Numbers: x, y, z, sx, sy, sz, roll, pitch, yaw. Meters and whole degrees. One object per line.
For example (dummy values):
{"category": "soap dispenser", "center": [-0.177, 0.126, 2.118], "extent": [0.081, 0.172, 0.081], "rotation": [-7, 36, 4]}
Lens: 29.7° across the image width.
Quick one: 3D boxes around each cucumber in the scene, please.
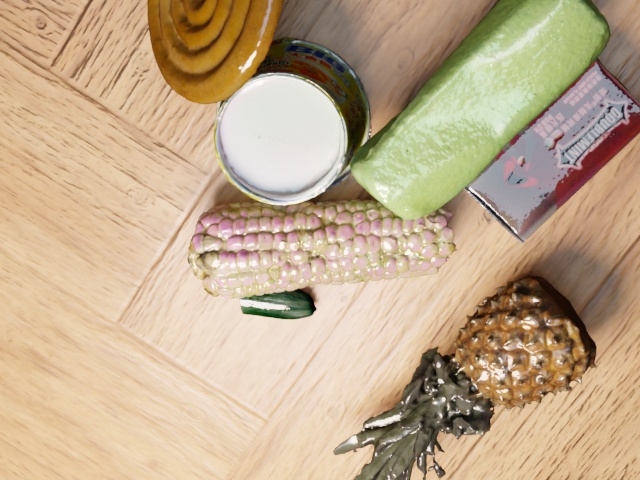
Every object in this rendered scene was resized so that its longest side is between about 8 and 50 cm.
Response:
{"category": "cucumber", "center": [-0.056, 0.080, 1.587], "extent": [0.105, 0.048, 0.048], "rotation": [8, 107, 3]}

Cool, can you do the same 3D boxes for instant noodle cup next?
{"category": "instant noodle cup", "center": [-0.044, -0.135, 1.470], "extent": [0.205, 0.153, 0.204], "rotation": [2, 107, 6]}

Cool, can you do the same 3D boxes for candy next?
{"category": "candy", "center": [0.185, -0.172, 1.423], "extent": [0.343, 0.142, 0.132], "rotation": [-45, 121, 6]}

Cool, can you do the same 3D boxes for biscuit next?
{"category": "biscuit", "center": [-0.130, -0.290, 1.403], "extent": [0.037, 0.262, 0.262], "rotation": [3, 112, -39]}

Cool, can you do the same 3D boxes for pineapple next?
{"category": "pineapple", "center": [0.174, 0.193, 1.543], "extent": [0.364, 0.165, 0.165], "rotation": [-39, 99, 17]}

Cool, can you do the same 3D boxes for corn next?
{"category": "corn", "center": [0.000, 0.001, 1.524], "extent": [0.335, 0.126, 0.126], "rotation": [-6, 106, 3]}

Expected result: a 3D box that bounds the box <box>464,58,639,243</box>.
{"category": "box", "center": [0.288, -0.115, 1.488], "extent": [0.120, 0.069, 0.224], "rotation": [45, 104, -8]}
